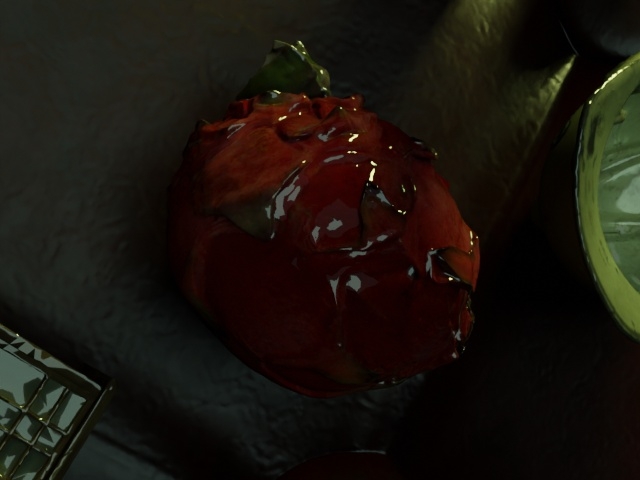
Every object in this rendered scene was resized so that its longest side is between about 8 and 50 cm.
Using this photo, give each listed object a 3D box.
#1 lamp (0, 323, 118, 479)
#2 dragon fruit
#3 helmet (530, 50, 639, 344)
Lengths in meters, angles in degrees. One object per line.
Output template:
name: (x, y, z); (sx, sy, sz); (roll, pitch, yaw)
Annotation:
lamp: (-0.262, 0.022, 0.456); (0.325, 0.089, 0.090); (37, 75, -19)
dragon fruit: (0.000, 0.000, 0.532); (0.172, 0.172, 0.210); (-37, 93, -21)
helmet: (0.218, -0.029, 0.650); (0.257, 0.137, 0.204); (-11, 93, -32)
